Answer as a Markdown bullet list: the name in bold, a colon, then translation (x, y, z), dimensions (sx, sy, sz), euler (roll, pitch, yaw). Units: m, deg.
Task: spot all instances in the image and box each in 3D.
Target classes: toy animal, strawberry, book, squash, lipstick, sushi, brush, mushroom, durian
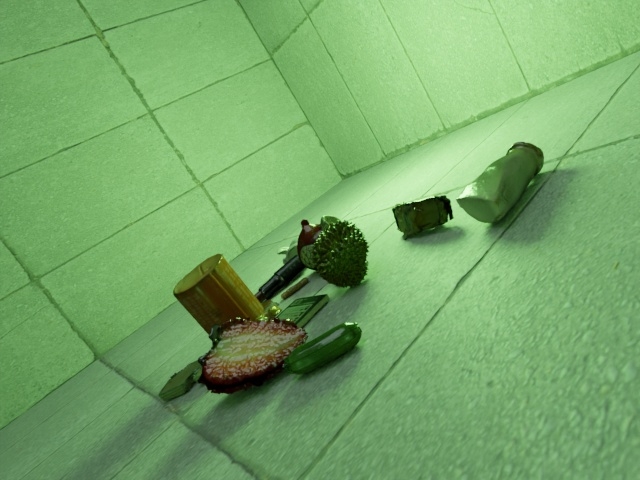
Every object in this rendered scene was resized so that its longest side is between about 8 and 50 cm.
- **toy animal**: translation (-0.115, 0.067, 2.084), dimensions (0.178, 0.127, 0.193), euler (-35, 14, -6)
- **strawberry**: translation (-0.179, 0.336, 1.209), dimensions (0.306, 0.137, 0.233), euler (-2, 41, 14)
- **book**: translation (-0.111, 0.276, 1.446), dimensions (0.202, 0.027, 0.264), euler (-17, 18, 51)
- **squash**: translation (0.004, 0.272, 1.066), dimensions (0.219, 0.068, 0.077), euler (-29, 28, 10)
- **lipstick**: translation (-0.188, 0.180, 1.915), dimensions (0.300, 0.081, 0.081), euler (-42, 15, -20)
- **sushi**: translation (0.361, -0.083, 1.546), dimensions (0.131, 0.139, 0.291), euler (-15, 4, -29)
- **brush**: translation (-0.266, 0.268, 1.763), dimensions (0.090, 0.017, 0.314), euler (-49, 27, -21)
- **mushroom**: translation (0.564, -0.177, 1.331), dimensions (0.407, 0.137, 0.154), euler (-37, 1, -37)
- **durian**: translation (0.069, 0.037, 1.473), dimensions (0.200, 0.176, 0.237), euler (-8, 38, 7)

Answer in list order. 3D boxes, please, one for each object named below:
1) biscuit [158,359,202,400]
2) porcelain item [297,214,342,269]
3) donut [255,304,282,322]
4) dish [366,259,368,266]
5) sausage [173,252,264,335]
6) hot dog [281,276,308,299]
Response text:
- **biscuit**: translation (-0.424, 0.454, 1.464), dimensions (0.250, 0.046, 0.147), euler (-27, 14, 17)
- **porcelain item**: translation (0.000, 0.000, 1.809), dimensions (0.253, 0.253, 0.253), euler (-30, 12, 7)
- **donut**: translation (-0.190, 0.276, 1.555), dimensions (0.108, 0.043, 0.097), euler (-38, -3, -5)
- **dish**: translation (0.097, 0.084, 1.579), dimensions (0.141, 0.078, 0.141), euler (-31, 12, 7)
- **sausage**: translation (-0.378, 0.230, 1.618), dimensions (0.233, 0.287, 0.233), euler (-30, 19, 12)
- **hot dog**: translation (-0.105, 0.196, 1.767), dimensions (0.137, 0.028, 0.044), euler (-33, 19, -14)
